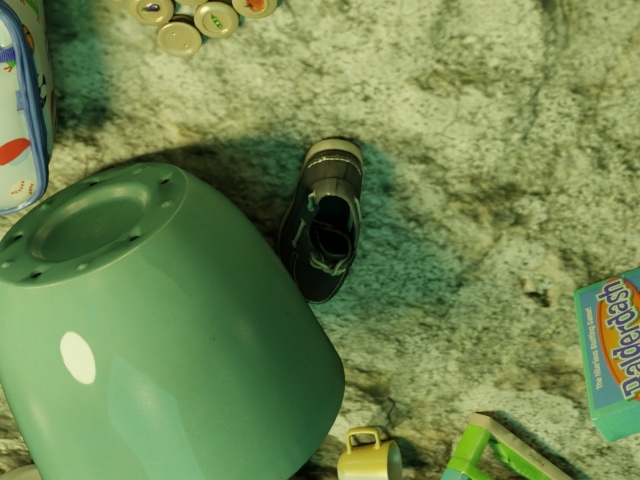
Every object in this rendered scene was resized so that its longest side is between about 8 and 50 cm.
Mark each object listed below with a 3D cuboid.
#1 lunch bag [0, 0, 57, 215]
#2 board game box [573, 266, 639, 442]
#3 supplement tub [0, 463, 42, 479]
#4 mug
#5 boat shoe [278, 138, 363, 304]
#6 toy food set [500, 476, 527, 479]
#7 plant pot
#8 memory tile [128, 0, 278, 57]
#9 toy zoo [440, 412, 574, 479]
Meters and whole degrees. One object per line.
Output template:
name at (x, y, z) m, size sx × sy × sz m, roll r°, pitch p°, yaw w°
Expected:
lunch bag at (-0.367, -0.133, 1.059) m, size 0.303 × 0.115 × 0.243 m, roll 1°, pitch 135°, yaw -1°
board game box at (0.348, 0.084, 1.244) m, size 0.210 × 0.160 × 0.047 m, roll -23°, pitch 132°, yaw 23°
supplement tub at (-0.341, 0.415, 1.563) m, size 0.191 × 0.191 × 0.272 m, roll 17°, pitch 122°, yaw -16°
mug at (0.055, 0.253, 1.521) m, size 0.064 × 0.078 × 0.062 m, roll -5°, pitch 171°, yaw 20°
boat shoe at (0.000, 0.000, 1.228) m, size 0.075 × 0.065 × 0.206 m, roll 5°, pitch 138°, yaw -5°
toy food set at (0.235, 0.309, 1.595) m, size 0.082 × 0.020 × 0.083 m, roll -21°, pitch 133°, yaw 22°
plant pot at (-0.155, 0.076, 1.168) m, size 0.293 × 0.293 × 0.235 m, roll -15°, pitch 120°, yaw 17°
memory tile at (-0.111, -0.211, 1.039) m, size 0.113 × 0.012 × 0.148 m, roll -20°, pitch 134°, yaw 22°
toy zoo at (0.174, 0.365, 1.484) m, size 0.192 × 0.293 × 0.030 m, roll 37°, pitch 162°, yaw -33°
